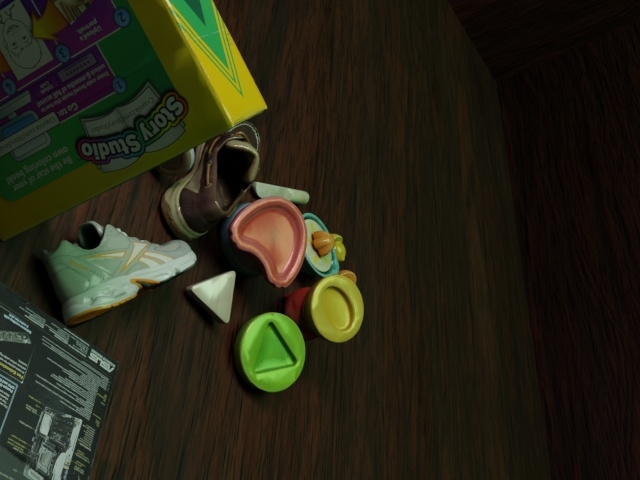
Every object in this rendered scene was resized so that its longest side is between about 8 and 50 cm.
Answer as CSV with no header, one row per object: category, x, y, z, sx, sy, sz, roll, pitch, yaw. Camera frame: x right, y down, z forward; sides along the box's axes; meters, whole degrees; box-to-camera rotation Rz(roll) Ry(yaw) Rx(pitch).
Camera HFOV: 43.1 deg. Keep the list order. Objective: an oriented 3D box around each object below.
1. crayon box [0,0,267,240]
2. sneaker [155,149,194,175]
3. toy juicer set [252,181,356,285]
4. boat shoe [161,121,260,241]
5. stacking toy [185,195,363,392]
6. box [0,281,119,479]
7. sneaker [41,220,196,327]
crayon box,-0.293,-0.208,0.919,0.313,0.363,0.106,63,27,-13
sneaker,-0.263,-0.249,1.305,0.282,0.099,0.153,60,29,-11
toy juicer set,0.000,0.000,1.629,0.329,0.089,0.209,65,27,-7
boat shoe,-0.152,-0.122,1.391,0.123,0.123,0.342,59,28,-19
stacking toy,-0.103,0.099,1.403,0.279,0.130,0.309,-45,111,-33
box,-0.363,0.163,0.838,0.307,0.076,0.242,46,34,-38
sneaker,-0.268,0.020,1.107,0.121,0.099,0.262,63,25,-1
